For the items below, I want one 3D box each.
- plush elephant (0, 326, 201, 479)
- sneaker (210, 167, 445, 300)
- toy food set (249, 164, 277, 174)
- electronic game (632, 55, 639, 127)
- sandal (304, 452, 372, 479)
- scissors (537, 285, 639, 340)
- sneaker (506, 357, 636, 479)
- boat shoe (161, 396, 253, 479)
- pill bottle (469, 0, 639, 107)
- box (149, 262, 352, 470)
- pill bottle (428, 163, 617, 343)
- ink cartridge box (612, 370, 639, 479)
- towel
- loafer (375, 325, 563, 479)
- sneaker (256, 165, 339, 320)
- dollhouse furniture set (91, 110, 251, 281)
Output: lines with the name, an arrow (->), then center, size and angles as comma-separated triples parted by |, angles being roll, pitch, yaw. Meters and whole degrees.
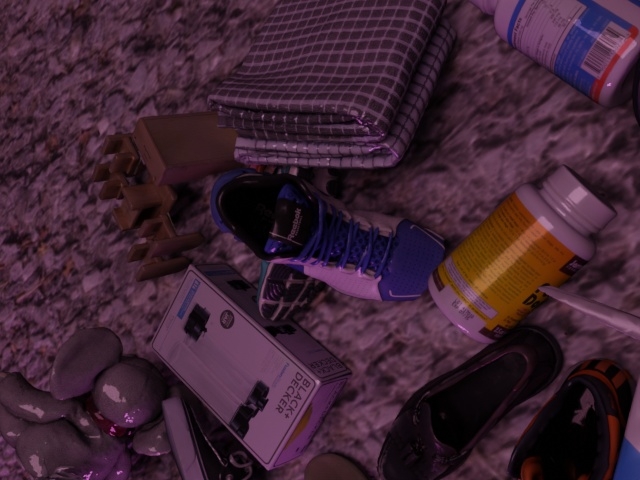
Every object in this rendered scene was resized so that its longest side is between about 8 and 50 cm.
plush elephant -> -0.361, 0.275, 1.120 | 0.272, 0.255, 0.330 | 53, 161, -20
sneaker -> -0.001, -0.001, 0.855 | 0.316, 0.182, 0.127 | 20, 94, -2
toy food set -> -0.093, -0.103, 1.034 | 0.122, 0.019, 0.078 | 127, 154, -46
electronic game -> 0.414, -0.176, 0.663 | 0.229, 0.229, 0.048 | -46, 33, 23
sandal -> 0.025, 0.416, 0.904 | 0.120, 0.086, 0.302 | -39, 38, 25
scissors -> 0.337, 0.110, 0.616 | 0.297, 0.021, 0.109 | 7, 91, 31
sneaker -> 0.252, 0.287, 0.761 | 0.125, 0.180, 0.321 | 15, 96, 32
boat shoe -> -0.144, 0.367, 1.032 | 0.306, 0.105, 0.113 | 66, 160, 5
pill bottle -> 0.281, -0.261, 0.790 | 0.221, 0.124, 0.124 | 45, 111, 25
box -> -0.113, 0.180, 1.044 | 0.290, 0.087, 0.169 | 39, 109, 26
pill bottle -> 0.237, 0.015, 0.814 | 0.215, 0.117, 0.117 | -48, 66, 22
ink cartridge box -> 0.492, 0.236, 0.622 | 0.395, 0.166, 0.285 | 15, 96, 32
towel -> 0.009, -0.222, 0.912 | 0.284, 0.121, 0.235 | 8, 63, 33
loafer -> 0.167, 0.216, 0.865 | 0.302, 0.095, 0.109 | -48, 66, 22
sneaker -> -0.043, -0.018, 1.016 | 0.110, 0.107, 0.275 | 13, 91, 51
dollhouse furniture set -> -0.237, -0.092, 1.125 | 0.212, 0.161, 0.242 | 61, 139, 18
